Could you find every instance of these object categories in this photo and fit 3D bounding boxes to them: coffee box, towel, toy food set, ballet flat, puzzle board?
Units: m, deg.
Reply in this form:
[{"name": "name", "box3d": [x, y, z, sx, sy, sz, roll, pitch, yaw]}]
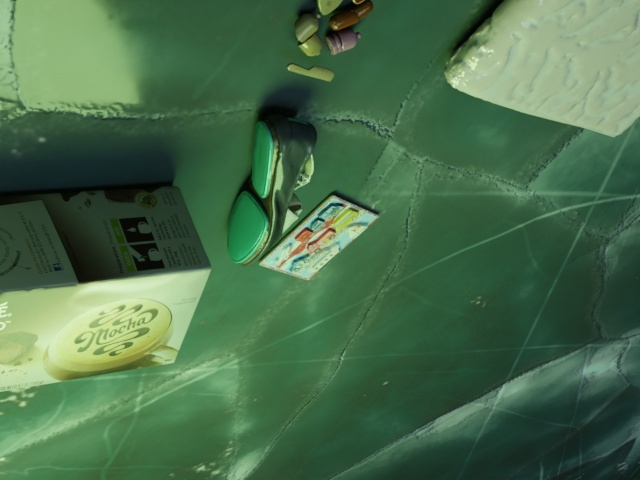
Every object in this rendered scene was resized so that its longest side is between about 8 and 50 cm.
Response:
[{"name": "coffee box", "box3d": [-0.278, 0.050, 0.944, 0.297, 0.119, 0.168, -5, 142, -31]}, {"name": "towel", "box3d": [0.334, -0.253, 1.019, 0.317, 0.053, 0.332, 7, 138, -43]}, {"name": "toy food set", "box3d": [0.015, -0.207, 0.900, 0.078, 0.019, 0.122, 7, 126, -42]}, {"name": "ballet flat", "box3d": [-0.046, -0.049, 1.025, 0.074, 0.074, 0.203, -9, 140, -26]}, {"name": "puzzle board", "box3d": [0.000, 0.000, 1.175, 0.128, 0.011, 0.096, -42, 144, 21]}]
